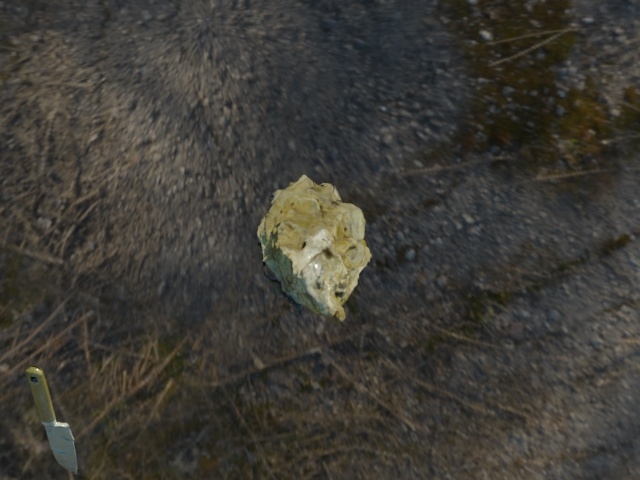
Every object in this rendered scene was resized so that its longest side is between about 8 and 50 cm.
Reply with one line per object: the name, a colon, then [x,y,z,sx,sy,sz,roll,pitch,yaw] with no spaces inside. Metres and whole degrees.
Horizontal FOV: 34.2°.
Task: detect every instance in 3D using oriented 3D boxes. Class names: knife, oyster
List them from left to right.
knife: [-0.408,0.287,1.608,0.047,0.017,0.297,1,136,-1]
oyster: [-0.007,-0.006,1.112,0.133,0.209,0.072,24,134,2]
